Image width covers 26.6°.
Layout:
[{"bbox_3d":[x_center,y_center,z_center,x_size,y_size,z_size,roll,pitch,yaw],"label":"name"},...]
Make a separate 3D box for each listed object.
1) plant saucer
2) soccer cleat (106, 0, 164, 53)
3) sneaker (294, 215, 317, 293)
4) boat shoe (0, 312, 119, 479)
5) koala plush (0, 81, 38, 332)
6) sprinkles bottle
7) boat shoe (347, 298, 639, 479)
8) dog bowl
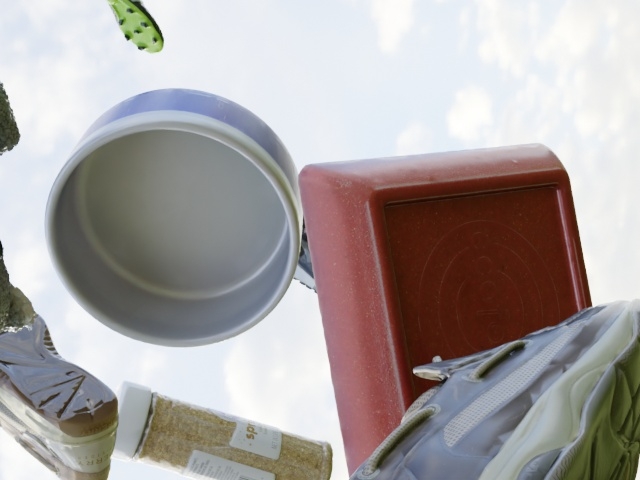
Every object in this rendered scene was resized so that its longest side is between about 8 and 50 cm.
[{"bbox_3d":[0.119,0.056,1.015,0.259,0.048,0.258,-8,-93,-37],"label":"plant saucer"},{"bbox_3d":[-0.278,-0.347,1.939,0.179,0.060,0.072,50,-140,-24],"label":"soccer cleat"},{"bbox_3d":[0.000,0.000,2.024,0.107,0.283,0.124,-10,-55,-64],"label":"sneaker"},{"bbox_3d":[-0.347,0.172,1.554,0.122,0.341,0.110,-15,-58,-33],"label":"boat shoe"},{"bbox_3d":[-0.336,0.003,1.141,0.221,0.203,0.196,60,-153,-5],"label":"koala plush"},{"bbox_3d":[-0.162,0.325,2.126,0.121,0.356,0.121,-161,90,-77],"label":"sprinkles bottle"},{"bbox_3d":[0.110,0.105,0.785,0.355,0.130,0.132,-26,-55,-62],"label":"boat shoe"},{"bbox_3d":[-0.151,-0.023,1.435,0.104,0.265,0.264,-83,-9,-63],"label":"dog bowl"}]
